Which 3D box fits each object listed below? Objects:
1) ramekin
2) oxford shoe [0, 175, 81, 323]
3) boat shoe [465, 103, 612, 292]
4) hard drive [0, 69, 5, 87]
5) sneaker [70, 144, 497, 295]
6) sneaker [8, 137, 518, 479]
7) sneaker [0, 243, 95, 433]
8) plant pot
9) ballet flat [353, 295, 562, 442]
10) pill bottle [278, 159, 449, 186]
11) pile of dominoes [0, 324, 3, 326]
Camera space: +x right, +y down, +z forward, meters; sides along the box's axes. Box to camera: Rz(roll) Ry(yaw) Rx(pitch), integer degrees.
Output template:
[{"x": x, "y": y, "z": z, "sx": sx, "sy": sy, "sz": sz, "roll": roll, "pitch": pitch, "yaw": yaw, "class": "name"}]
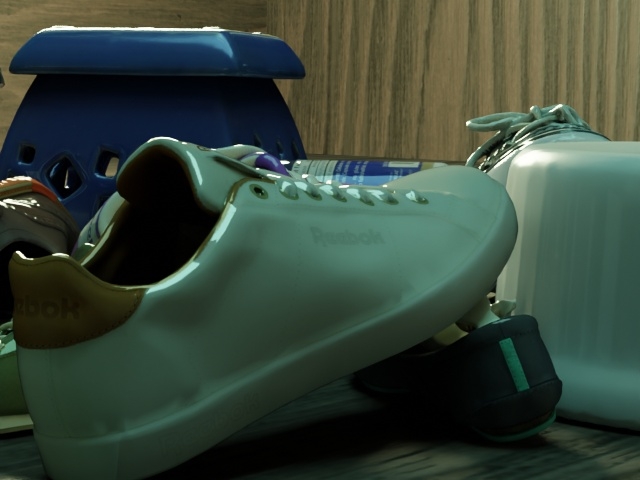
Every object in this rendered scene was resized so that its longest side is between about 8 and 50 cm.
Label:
[{"x": 0.227, "y": 0.016, "z": 0.880, "sx": 0.277, "sy": 0.135, "sz": 0.277, "roll": 1, "pitch": 6, "yaw": 0, "class": "ramekin"}, {"x": -0.202, "y": 0.018, "z": 1.020, "sx": 0.098, "sy": 0.097, "sz": 0.271, "roll": 41, "pitch": 6, "yaw": 14, "class": "oxford shoe"}, {"x": 0.156, "y": -0.043, "z": 1.143, "sx": 0.113, "sy": 0.105, "sz": 0.306, "roll": -3, "pitch": -14, "yaw": 5, "class": "boat shoe"}, {"x": -0.421, "y": -0.063, "z": 1.187, "sx": 0.237, "sy": 0.064, "sz": 0.339, "roll": 0, "pitch": -24, "yaw": -47, "class": "hard drive"}, {"x": 0.000, "y": 0.001, "z": 0.935, "sx": 0.282, "sy": 0.102, "sz": 0.161, "roll": -8, "pitch": -19, "yaw": -19, "class": "sneaker"}, {"x": -0.014, "y": -0.002, "z": 0.730, "sx": 0.106, "sy": 0.123, "sz": 0.290, "roll": 2, "pitch": 22, "yaw": 44, "class": "sneaker"}, {"x": -0.126, "y": 0.044, "z": 0.800, "sx": 0.192, "sy": 0.086, "sz": 0.064, "roll": -4, "pitch": 7, "yaw": -36, "class": "sneaker"}, {"x": -0.137, "y": -0.076, "z": 1.381, "sx": 0.236, "sy": 0.212, "sz": 0.236, "roll": 3, "pitch": 6, "yaw": 15, "class": "plant pot"}, {"x": 0.061, "y": 0.048, "z": 0.829, "sx": 0.074, "sy": 0.074, "sz": 0.203, "roll": -1, "pitch": 6, "yaw": -19, "class": "ballet flat"}, {"x": 0.002, "y": -0.003, "z": 1.163, "sx": 0.186, "sy": 0.112, "sz": 0.112, "roll": 1, "pitch": 6, "yaw": 9, "class": "pill bottle"}, {"x": -0.247, "y": 0.066, "z": 0.946, "sx": 0.251, "sy": 0.040, "sz": 0.196, "roll": 7, "pitch": 2, "yaw": -18, "class": "pile of dominoes"}]
